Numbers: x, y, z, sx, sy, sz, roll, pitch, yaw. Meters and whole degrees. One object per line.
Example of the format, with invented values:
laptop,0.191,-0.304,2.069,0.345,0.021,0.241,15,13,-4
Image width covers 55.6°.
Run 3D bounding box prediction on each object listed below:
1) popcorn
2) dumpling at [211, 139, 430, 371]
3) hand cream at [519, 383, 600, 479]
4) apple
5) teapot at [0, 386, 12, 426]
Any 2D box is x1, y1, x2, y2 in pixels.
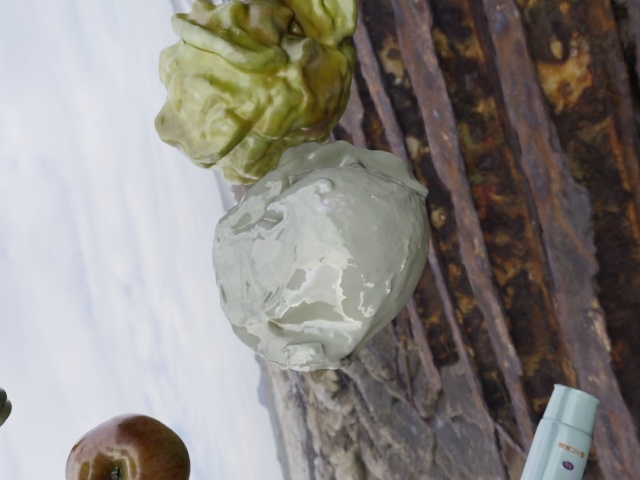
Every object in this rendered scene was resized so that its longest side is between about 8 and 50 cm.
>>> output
popcorn,-0.066,-0.172,0.636,0.181,0.235,0.217,55,134,6
dumpling,0.000,0.000,0.554,0.147,0.193,0.258,99,-169,-56
hand cream,0.224,0.318,0.647,0.331,0.085,0.058,-65,12,-13
apple,-0.200,0.242,0.636,0.102,0.126,0.126,98,157,-62
teapot,-0.553,0.172,0.888,0.183,0.183,0.251,-117,14,-60
